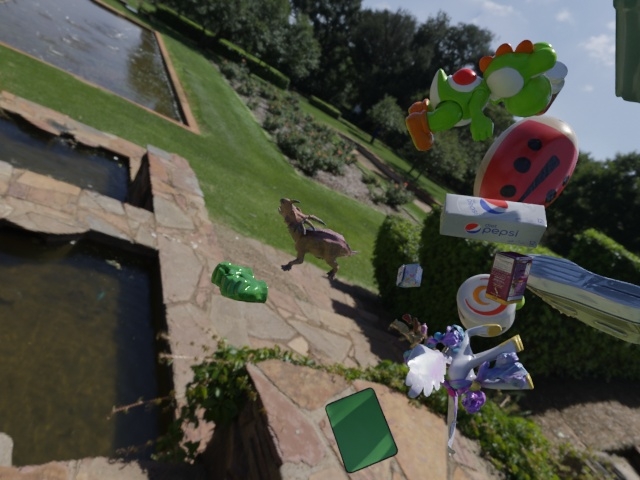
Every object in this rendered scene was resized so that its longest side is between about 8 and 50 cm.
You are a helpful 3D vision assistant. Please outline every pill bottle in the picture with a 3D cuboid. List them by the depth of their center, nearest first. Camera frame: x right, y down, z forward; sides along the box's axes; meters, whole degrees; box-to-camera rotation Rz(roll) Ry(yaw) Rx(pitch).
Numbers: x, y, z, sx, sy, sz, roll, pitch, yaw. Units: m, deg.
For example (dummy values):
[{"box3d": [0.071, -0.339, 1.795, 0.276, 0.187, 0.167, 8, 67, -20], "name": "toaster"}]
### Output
[{"box3d": [0.640, -0.435, 1.274, 0.086, 0.086, 0.152, 37, -15, 16], "name": "pill bottle"}]

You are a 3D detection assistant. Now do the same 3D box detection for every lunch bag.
[{"box3d": [0.300, 0.121, 1.525, 0.053, 0.083, 0.071, 43, 52, -37], "name": "lunch bag"}]

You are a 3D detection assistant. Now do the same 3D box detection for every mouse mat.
[{"box3d": [0.110, 0.520, 1.229, 0.007, 0.153, 0.189, 73, -4, -61], "name": "mouse mat"}]

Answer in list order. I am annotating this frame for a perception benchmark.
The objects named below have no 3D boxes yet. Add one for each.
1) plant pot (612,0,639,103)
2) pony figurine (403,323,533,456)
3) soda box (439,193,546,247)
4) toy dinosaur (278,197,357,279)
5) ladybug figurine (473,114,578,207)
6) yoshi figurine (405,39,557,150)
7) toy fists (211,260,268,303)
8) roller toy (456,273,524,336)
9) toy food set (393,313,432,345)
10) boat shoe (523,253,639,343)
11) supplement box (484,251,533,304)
[{"box3d": [0.960, -0.568, 1.200, 0.341, 0.334, 0.341, -9, 28, 5], "name": "plant pot"}, {"box3d": [0.405, 0.386, 1.294, 0.303, 0.363, 0.351, 64, 23, -14], "name": "pony figurine"}, {"box3d": [0.510, -0.061, 1.332, 0.286, 0.098, 0.091, 8, 50, 10], "name": "soda box"}, {"box3d": [0.000, 0.000, 1.335, 0.296, 0.200, 0.127, 14, 38, -15], "name": "toy dinosaur"}, {"box3d": [0.714, -0.233, 1.518, 0.305, 0.449, 0.162, 38, -3, -15], "name": "ladybug figurine"}, {"box3d": [0.414, -0.338, 1.119, 0.203, 0.362, 0.203, 6, 66, -55], "name": "yoshi figurine"}, {"box3d": [-0.288, 0.138, 1.533, 0.142, 0.096, 0.279, 6, 12, -29], "name": "toy fists"}, {"box3d": [0.575, 0.228, 1.551, 0.209, 0.191, 0.146, 32, -20, 36], "name": "roller toy"}, {"box3d": [0.304, 0.287, 1.442, 0.122, 0.078, 0.019, 50, 8, 25], "name": "toy food set"}, {"box3d": [0.505, 0.110, 0.892, 0.109, 0.094, 0.302, -17, 24, -23], "name": "boat shoe"}, {"box3d": [0.323, 0.064, 0.763, 0.055, 0.083, 0.043, 1, 14, -36], "name": "supplement box"}]
